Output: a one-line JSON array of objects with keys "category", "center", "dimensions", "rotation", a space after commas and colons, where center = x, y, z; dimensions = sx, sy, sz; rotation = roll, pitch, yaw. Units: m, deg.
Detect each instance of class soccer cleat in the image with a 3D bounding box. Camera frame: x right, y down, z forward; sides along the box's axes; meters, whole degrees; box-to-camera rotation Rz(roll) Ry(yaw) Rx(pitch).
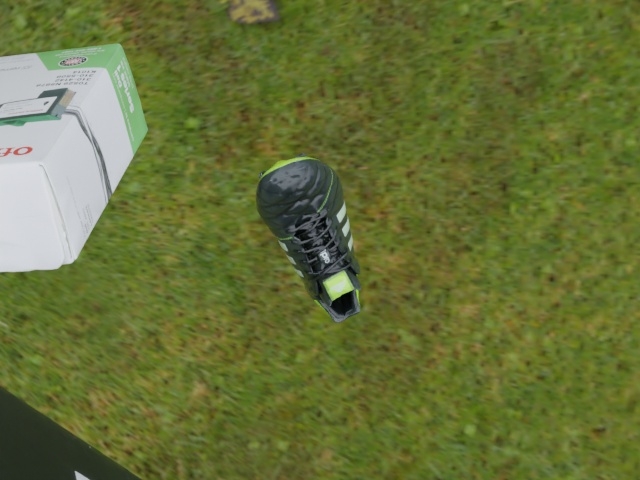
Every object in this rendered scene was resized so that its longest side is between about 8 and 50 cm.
[{"category": "soccer cleat", "center": [0.000, 0.000, 0.984], "dimensions": [0.060, 0.179, 0.072], "rotation": [-26, 63, -1]}]

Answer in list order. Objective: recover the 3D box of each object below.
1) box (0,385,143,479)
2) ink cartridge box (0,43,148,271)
[{"category": "box", "center": [-0.208, 0.271, 0.823], "dimensions": [0.294, 0.183, 0.296], "rotation": [-44, 121, 7]}, {"category": "ink cartridge box", "center": [-0.250, -0.068, 1.134], "dimensions": [0.160, 0.219, 0.092], "rotation": [-5, 120, 12]}]
